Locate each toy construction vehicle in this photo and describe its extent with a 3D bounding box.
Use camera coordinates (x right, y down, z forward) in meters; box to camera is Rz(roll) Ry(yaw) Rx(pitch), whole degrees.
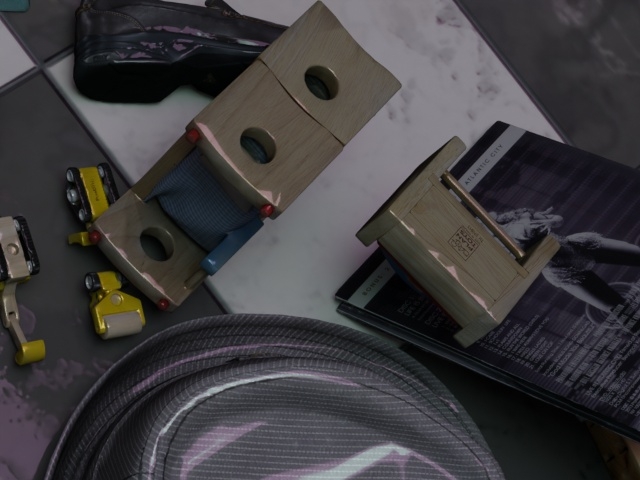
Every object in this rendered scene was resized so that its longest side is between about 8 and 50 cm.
[{"bbox_3d":[-0.141,0.013,1.078,0.086,0.035,0.098,-13,78,-35],"label":"toy construction vehicle"}]

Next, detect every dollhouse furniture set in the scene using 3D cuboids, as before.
[{"bbox_3d":[0.000,0.000,1.063,0.183,0.129,0.129,45,49,-3],"label":"dollhouse furniture set"}]

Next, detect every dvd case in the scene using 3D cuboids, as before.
[{"bbox_3d":[0.141,0.019,1.107,0.221,0.018,0.164,23,56,34],"label":"dvd case"}]

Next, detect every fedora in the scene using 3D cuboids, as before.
[{"bbox_3d":[-0.001,0.140,1.025,0.275,0.124,0.243,12,67,-15],"label":"fedora"}]

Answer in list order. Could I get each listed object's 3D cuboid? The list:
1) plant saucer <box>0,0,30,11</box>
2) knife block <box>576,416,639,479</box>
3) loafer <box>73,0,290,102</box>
[{"bbox_3d":[-0.206,-0.222,1.149,0.067,0.018,0.192,-1,72,-20],"label":"plant saucer"},{"bbox_3d":[0.301,0.137,1.116,0.242,0.088,0.275,-24,79,-7],"label":"knife block"},{"bbox_3d":[-0.057,-0.115,1.139,0.170,0.062,0.061,2,65,-20],"label":"loafer"}]
